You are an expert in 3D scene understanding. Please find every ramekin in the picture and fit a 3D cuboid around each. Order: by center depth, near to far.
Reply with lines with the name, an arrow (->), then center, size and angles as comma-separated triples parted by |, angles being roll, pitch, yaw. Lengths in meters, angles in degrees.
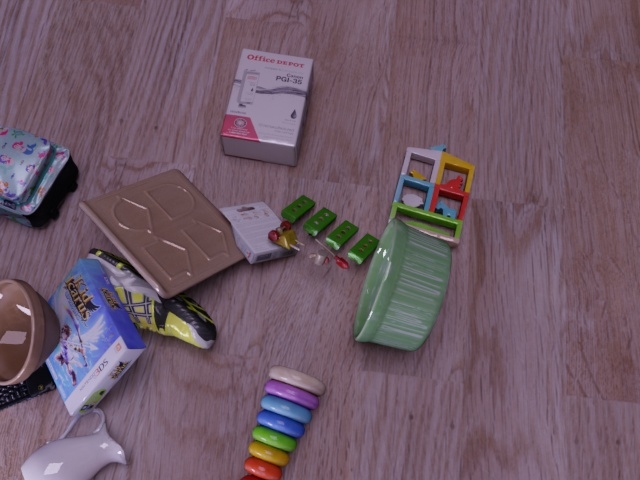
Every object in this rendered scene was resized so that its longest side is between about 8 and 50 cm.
ramekin -> 0.193, 0.112, 1.762 | 0.148, 0.303, 0.304 | 18, 68, -3

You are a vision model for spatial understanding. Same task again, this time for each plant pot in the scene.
plant pot -> -0.676, 0.207, 1.716 | 0.237, 0.109, 0.238 | -4, 83, 37

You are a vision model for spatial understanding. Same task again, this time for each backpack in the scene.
backpack -> -0.784, -0.176, 1.914 | 0.253, 0.191, 0.225 | 20, 69, 12

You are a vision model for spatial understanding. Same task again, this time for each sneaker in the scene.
sneaker -> -0.423, 0.167, 1.820 | 0.384, 0.145, 0.147 | 29, 88, 15

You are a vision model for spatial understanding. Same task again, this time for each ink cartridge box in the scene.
ink cartridge box -> -0.161, -0.022, 1.912 | 0.145, 0.045, 0.179 | -12, 46, -39
ink cartridge box -> -0.141, -0.363, 2.037 | 0.207, 0.117, 0.283 | 9, 68, 2

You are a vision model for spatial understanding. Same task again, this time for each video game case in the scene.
video game case -> -0.542, 0.220, 1.726 | 0.244, 0.061, 0.270 | -47, 62, 21

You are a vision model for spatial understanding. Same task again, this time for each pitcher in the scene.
pitcher -> -0.563, 0.478, 1.691 | 0.207, 0.126, 0.178 | -24, 49, -22

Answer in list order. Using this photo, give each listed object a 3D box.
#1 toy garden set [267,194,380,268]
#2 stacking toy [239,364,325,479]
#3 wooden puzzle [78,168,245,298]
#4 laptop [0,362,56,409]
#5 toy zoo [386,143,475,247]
toy garden set -> 0.000, 0.000, 1.887 | 0.244, 0.049, 0.204 | 32, 37, 14
stacking toy -> -0.103, 0.459, 1.705 | 0.141, 0.141, 0.331 | 18, 75, 6
wooden puzzle -> -0.372, -0.015, 1.845 | 0.322, 0.080, 0.347 | 45, 37, 15
laptop -> -0.790, 0.274, 1.747 | 0.264, 0.137, 0.234 | -20, 70, -8
toy zoo -> 0.298, -0.136, 1.989 | 0.192, 0.030, 0.293 | 17, 63, 2
